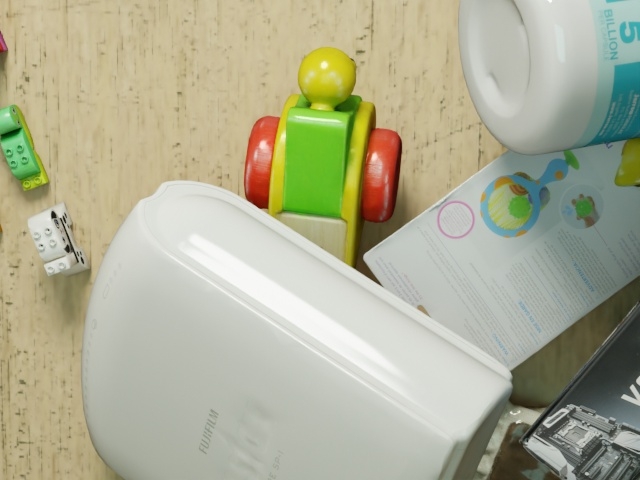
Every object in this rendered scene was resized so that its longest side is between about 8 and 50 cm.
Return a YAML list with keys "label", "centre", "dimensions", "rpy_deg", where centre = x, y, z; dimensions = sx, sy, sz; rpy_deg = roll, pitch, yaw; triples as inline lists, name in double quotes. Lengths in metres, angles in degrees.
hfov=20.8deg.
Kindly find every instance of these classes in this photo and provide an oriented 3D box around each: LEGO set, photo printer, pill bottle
- label: "LEGO set"
  centre: [-0.262, -0.063, 1.314]
  dimensions: [0.087, 0.093, 0.227]
  rpy_deg: [-20, 97, 10]
- label: "photo printer"
  centre: [-0.037, 0.115, 1.245]
  dimensions: [0.307, 0.107, 0.256]
  rpy_deg: [33, 133, 16]
- label: "pill bottle"
  centre: [0.237, -0.147, 1.185]
  dimensions: [0.264, 0.146, 0.146]
  rpy_deg: [-11, 99, -20]

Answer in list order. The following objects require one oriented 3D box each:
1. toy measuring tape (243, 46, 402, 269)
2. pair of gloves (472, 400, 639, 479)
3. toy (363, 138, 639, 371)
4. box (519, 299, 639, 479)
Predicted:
- label: "toy measuring tape"
  centre: [0.000, 0.000, 1.308]
  dimensions: [0.121, 0.121, 0.330]
  rpy_deg: [7, 123, 6]
- label: "pair of gloves"
  centre: [0.159, 0.246, 1.342]
  dimensions: [0.204, 0.042, 0.240]
  rpy_deg: [27, 102, 2]
- label: "toy"
  centre: [0.162, -0.008, 1.285]
  dimensions: [0.237, 0.056, 0.137]
  rpy_deg: [-35, 102, 2]
- label: "box"
  centre: [0.281, 0.015, 1.152]
  dimensions: [0.076, 0.242, 0.307]
  rpy_deg: [41, 116, 9]
